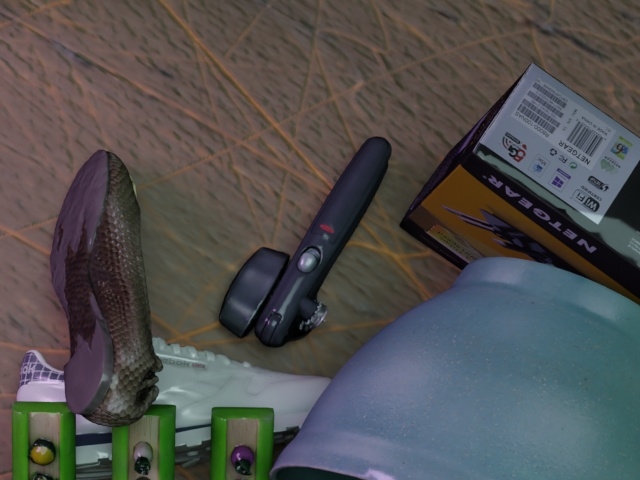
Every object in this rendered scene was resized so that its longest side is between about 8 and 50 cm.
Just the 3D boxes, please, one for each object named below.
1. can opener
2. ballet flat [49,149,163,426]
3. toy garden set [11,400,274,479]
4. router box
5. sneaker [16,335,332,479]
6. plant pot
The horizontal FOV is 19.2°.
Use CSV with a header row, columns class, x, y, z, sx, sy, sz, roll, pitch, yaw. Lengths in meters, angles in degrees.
class,x,y,z,sx,sy,sz,roll,pitch,yaw
can opener,0.000,0.000,1.400,0.073,0.059,0.186,35,76,-1
ballet flat,-0.144,0.032,1.319,0.058,0.084,0.250,21,34,-27
toy garden set,-0.156,0.213,1.295,0.244,0.049,0.203,1,109,-4
router box,0.222,0.023,1.337,0.309,0.243,0.081,35,76,0
sneaker,-0.097,0.110,1.353,0.235,0.090,0.095,-5,70,-12
plant pot,0.138,0.134,1.281,0.293,0.293,0.196,27,73,-3
